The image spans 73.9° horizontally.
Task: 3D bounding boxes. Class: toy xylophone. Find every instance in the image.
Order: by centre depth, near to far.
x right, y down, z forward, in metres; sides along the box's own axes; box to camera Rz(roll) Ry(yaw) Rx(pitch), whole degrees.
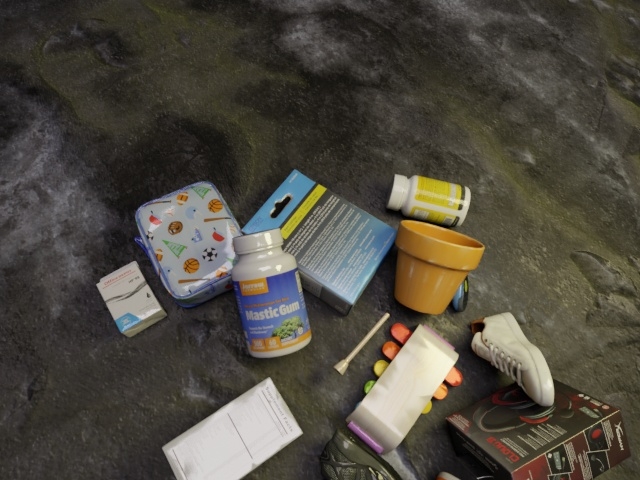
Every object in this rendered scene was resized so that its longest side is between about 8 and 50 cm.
[{"bbox_3d":[0.178,0.314,0.997,0.323,0.081,0.236,-38,73,-19],"label":"toy xylophone"}]

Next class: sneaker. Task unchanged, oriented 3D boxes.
[{"bbox_3d":[0.090,0.517,0.899,0.228,0.087,0.130,38,87,-2],"label":"sneaker"},{"bbox_3d":[0.422,0.271,0.970,0.123,0.290,0.105,-9,109,5],"label":"sneaker"},{"bbox_3d":[0.349,0.087,1.135,0.082,0.069,0.209,-6,70,25],"label":"sneaker"}]

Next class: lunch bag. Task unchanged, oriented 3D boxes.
[{"bbox_3d":[-0.326,0.005,1.088,0.243,0.115,0.303,-27,71,-13],"label":"lunch bag"}]

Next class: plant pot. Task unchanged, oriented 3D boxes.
[{"bbox_3d":[0.269,0.070,1.044,0.206,0.205,0.187,16,104,3],"label":"plant pot"}]

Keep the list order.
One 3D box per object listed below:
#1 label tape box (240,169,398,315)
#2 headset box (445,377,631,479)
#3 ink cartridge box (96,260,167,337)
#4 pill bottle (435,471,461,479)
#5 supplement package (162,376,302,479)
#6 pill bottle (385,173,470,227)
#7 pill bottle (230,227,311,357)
[{"bbox_3d":[0.000,0.000,1.117,0.334,0.105,0.240,33,66,11],"label":"label tape box"},{"bbox_3d":[0.428,0.414,0.885,0.294,0.218,0.110,-20,98,-13],"label":"headset box"},{"bbox_3d":[-0.470,0.132,1.043,0.104,0.060,0.180,-32,71,-17],"label":"ink cartridge box"},{"bbox_3d":[0.244,0.598,0.848,0.121,0.121,0.221,34,67,11],"label":"pill bottle"},{"bbox_3d":[-0.173,0.419,0.892,0.244,0.133,0.139,-29,70,-16],"label":"supplement package"},{"bbox_3d":[0.296,-0.115,1.187,0.209,0.119,0.119,14,65,1],"label":"pill bottle"},{"bbox_3d":[-0.119,0.114,0.973,0.153,0.152,0.271,-13,95,-10],"label":"pill bottle"}]
